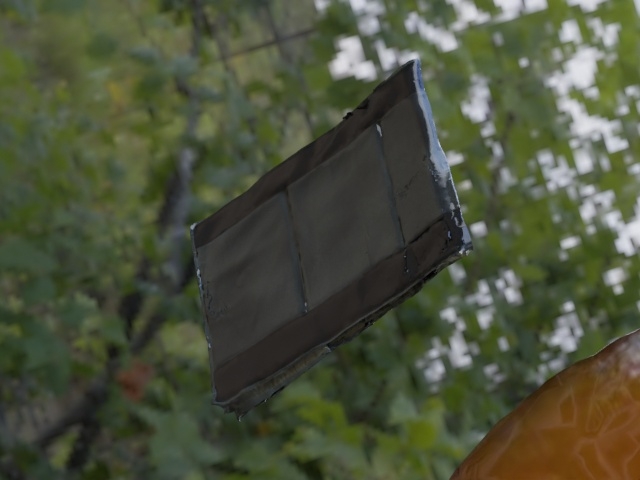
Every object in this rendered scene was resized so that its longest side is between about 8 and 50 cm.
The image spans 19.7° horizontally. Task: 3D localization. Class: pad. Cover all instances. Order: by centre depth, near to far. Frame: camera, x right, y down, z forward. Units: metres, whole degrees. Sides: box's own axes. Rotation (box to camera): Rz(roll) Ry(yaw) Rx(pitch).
[{"bbox_3d":[0.001,0.000,1.267,0.022,0.233,0.174,27,37,-40],"label":"pad"}]

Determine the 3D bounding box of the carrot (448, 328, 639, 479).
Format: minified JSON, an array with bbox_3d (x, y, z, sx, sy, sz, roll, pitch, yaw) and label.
[{"bbox_3d":[0.123,0.126,0.447,0.214,0.193,0.331,65,10,29],"label":"carrot"}]
